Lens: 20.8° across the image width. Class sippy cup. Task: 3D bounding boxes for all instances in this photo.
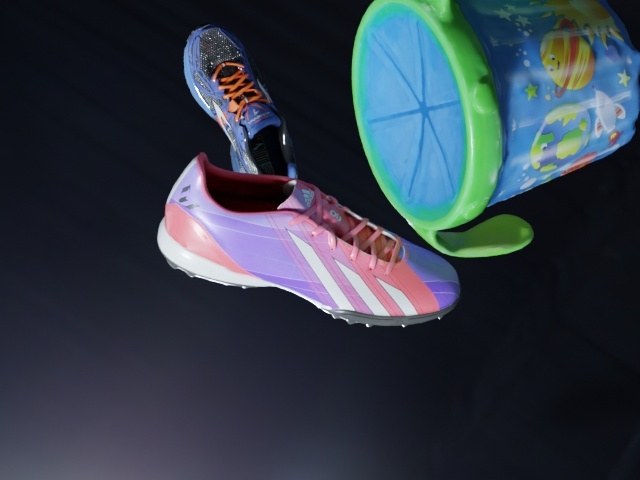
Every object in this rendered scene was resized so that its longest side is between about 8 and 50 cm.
[{"bbox_3d":[0.181,-0.145,1.696,0.224,0.240,0.305,-14,-21,-24],"label":"sippy cup"}]

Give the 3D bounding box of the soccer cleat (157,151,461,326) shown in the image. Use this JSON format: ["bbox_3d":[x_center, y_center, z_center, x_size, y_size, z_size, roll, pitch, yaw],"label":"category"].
[{"bbox_3d":[0.000,0.000,1.753,0.108,0.318,0.116,-87,14,-52],"label":"soccer cleat"}]

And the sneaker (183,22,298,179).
[{"bbox_3d":[-0.077,-0.141,1.924,0.083,0.221,0.087,-31,8,-18],"label":"sneaker"}]
